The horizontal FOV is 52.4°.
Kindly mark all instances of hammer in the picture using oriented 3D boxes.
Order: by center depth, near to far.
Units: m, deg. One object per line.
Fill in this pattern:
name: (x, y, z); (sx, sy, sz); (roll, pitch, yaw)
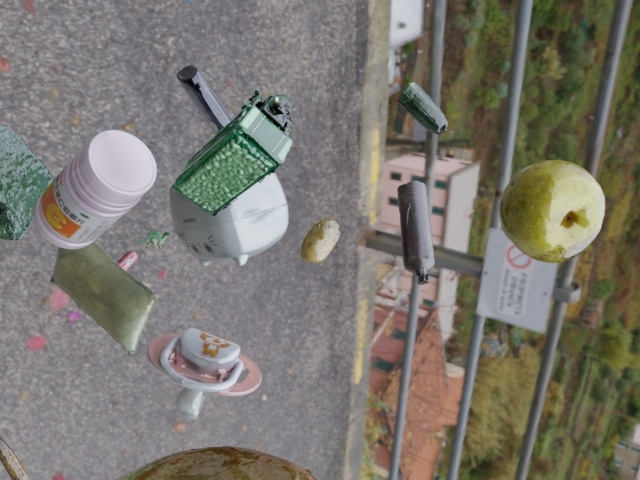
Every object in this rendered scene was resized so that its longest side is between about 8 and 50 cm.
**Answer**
hammer: (-0.582, 0.065, 1.948); (0.083, 0.043, 0.043); (-52, 142, -41)

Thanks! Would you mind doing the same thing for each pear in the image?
pear: (0.438, -0.060, 1.255); (0.197, 0.197, 0.197); (-30, 128, -49)

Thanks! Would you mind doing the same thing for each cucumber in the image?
cucumber: (0.188, -0.233, 1.174); (0.048, 0.105, 0.048); (-43, 179, -1)

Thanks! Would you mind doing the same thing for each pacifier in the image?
pacifier: (-0.331, 0.365, 1.830); (0.273, 0.332, 0.220); (105, 6, -53)

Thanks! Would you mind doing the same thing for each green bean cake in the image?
green bean cake: (-0.708, -0.127, 1.424); (0.208, 0.107, 0.193); (71, 31, -51)

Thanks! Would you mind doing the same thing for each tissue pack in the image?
tissue pack: (-0.238, -0.063, 1.696); (0.229, 0.333, 0.236); (-21, 101, -34)

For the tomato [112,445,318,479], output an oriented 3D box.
tomato: (-0.109, 0.319, 0.521); (0.239, 0.303, 0.303); (19, 86, -70)

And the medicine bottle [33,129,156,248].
medicine bottle: (-0.407, -0.086, 1.168); (0.133, 0.249, 0.133); (23, 54, -36)

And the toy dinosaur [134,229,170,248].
toy dinosaur: (-0.566, -0.004, 2.189); (0.119, 0.029, 0.060); (1, 92, -18)

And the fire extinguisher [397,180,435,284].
fire extinguisher: (0.219, -0.013, 1.473); (0.089, 0.072, 0.268); (101, -11, -61)

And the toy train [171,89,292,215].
toy train: (-0.142, -0.158, 1.169); (0.115, 0.269, 0.154); (38, 48, -22)

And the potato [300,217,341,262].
potato: (0.000, 0.000, 1.055); (0.051, 0.040, 0.083); (35, 96, -21)

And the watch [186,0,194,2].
watch: (-0.179, -0.549, 1.211); (0.211, 0.193, 0.211); (179, -90, -82)

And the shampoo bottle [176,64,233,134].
shampoo bottle: (-0.237, -0.284, 1.462); (0.049, 0.087, 0.234); (-40, 131, -8)

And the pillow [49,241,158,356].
pillow: (-0.499, 0.105, 1.469); (0.075, 0.302, 0.185); (-23, 145, -57)

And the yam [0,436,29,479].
yam: (-0.954, 0.564, 1.887); (0.045, 0.045, 0.327); (-35, 95, -38)
